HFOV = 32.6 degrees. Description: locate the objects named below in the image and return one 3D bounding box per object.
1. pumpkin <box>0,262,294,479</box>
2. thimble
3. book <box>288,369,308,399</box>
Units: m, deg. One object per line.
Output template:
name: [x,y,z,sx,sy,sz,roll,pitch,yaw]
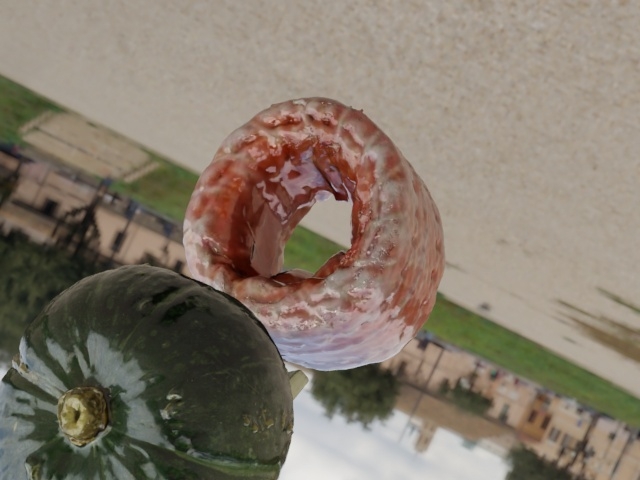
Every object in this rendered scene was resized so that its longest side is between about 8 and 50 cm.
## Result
pumpkin: [-0.106,0.110,0.646,0.190,0.190,0.146,25,-166,17]
thimble: [0.000,0.000,1.045,0.239,0.239,0.162,25,173,26]
book: [-0.147,0.256,1.414,0.027,0.202,0.264,50,145,-15]
